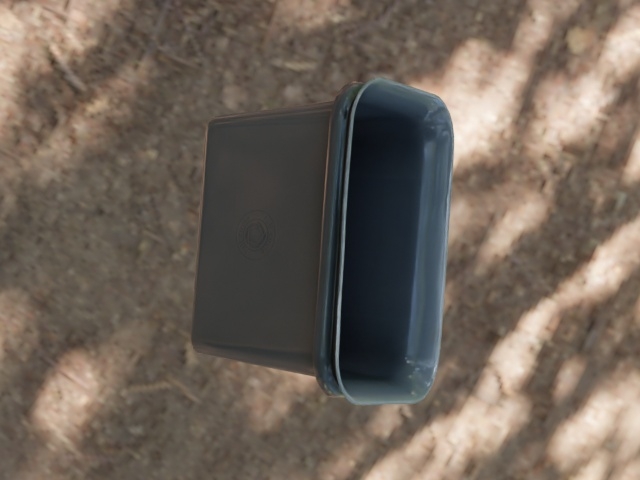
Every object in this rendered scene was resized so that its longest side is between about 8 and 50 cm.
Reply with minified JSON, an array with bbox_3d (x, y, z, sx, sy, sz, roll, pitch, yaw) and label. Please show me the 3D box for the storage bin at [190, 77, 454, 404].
[{"bbox_3d":[0.000,0.000,0.680,0.098,0.091,0.135,7,87,-56],"label":"storage bin"}]
